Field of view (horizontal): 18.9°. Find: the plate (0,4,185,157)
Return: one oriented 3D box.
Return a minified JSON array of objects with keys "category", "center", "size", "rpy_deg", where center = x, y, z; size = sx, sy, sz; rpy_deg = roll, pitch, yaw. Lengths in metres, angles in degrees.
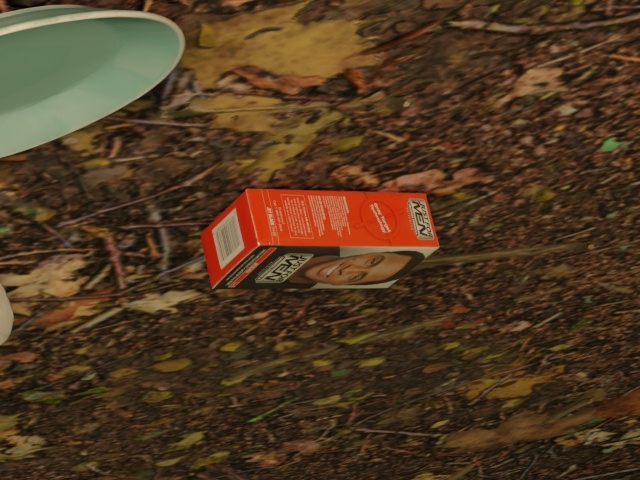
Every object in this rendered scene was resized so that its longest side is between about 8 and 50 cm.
[{"category":"plate","center":[-0.160,-0.081,0.966],"size":[0.188,0.024,0.188],"rpy_deg":[-20,169,-4]}]

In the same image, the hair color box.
[{"category":"hair color box","center":[0.000,0.000,1.276],"size":[0.141,0.043,0.072],"rpy_deg":[0,155,-32]}]

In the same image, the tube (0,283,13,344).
[{"category":"tube","center":[-0.296,0.073,1.297],"size":[0.207,0.052,0.080],"rpy_deg":[-20,148,35]}]
